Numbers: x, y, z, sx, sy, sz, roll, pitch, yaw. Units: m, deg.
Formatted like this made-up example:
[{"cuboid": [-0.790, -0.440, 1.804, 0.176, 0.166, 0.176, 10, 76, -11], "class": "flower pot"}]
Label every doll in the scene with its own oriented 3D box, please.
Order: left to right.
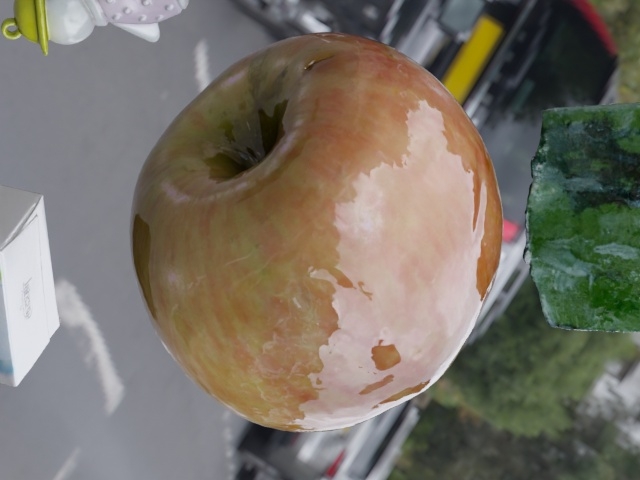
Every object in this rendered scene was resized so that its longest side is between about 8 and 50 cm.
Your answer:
[{"cuboid": [-0.190, -0.224, 1.369, 0.207, 0.081, 0.129, -21, 132, 1], "class": "doll"}]

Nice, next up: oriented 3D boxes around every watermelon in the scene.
[{"cuboid": [0.379, -0.043, 1.678, 0.302, 0.151, 0.264, -16, 111, -39], "class": "watermelon"}]

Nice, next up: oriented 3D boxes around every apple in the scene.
[{"cuboid": [0.000, 0.000, 1.560, 0.391, 0.346, 0.391, -28, -147, 20], "class": "apple"}]

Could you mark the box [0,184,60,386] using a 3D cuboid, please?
[{"cuboid": [-0.450, 0.029, 1.723, 0.116, 0.274, 0.203, -63, 161, -47], "class": "box"}]
